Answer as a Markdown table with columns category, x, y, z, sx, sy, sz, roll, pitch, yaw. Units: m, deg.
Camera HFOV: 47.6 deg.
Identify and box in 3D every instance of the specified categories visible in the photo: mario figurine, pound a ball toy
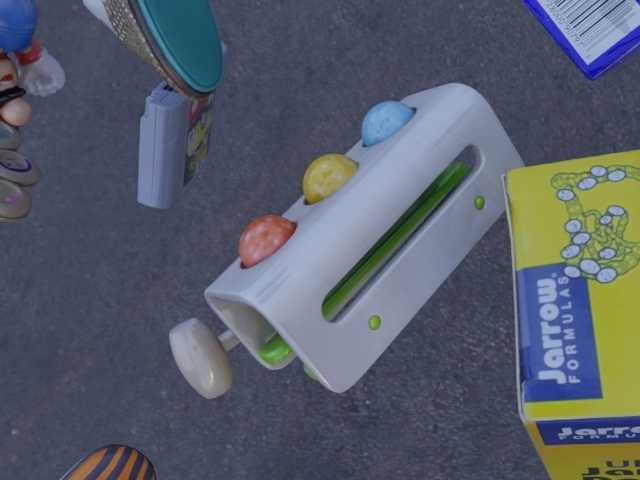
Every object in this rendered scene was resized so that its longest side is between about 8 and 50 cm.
| category | x | y | z | sx | sy | sz | roll | pitch | yaw |
| --- | --- | --- | --- | --- | --- | --- | --- | --- | --- |
| mario figurine | -0.353 | -0.224 | 0.832 | 0.170 | 0.198 | 0.320 | 51 | 121 | 33 |
| pound a ball toy | 0.000 | 0.000 | 0.653 | 0.319 | 0.136 | 0.208 | -45 | 20 | -21 |

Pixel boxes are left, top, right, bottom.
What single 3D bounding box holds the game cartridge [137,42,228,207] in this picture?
| category | x | y | z | sx | sy | sz | roll | pitch | yaw |
| --- | --- | --- | --- | --- | --- | --- | --- | --- | --- |
| game cartridge | -0.214 | -0.183 | 1.160 | 0.060 | 0.294 | 0.196 | 17 | 124 | 1 |

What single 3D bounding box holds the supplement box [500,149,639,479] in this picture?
| category | x | y | z | sx | sy | sz | roll | pitch | yaw |
| --- | --- | --- | --- | --- | --- | --- | --- | --- | --- |
| supplement box | 0.278 | 0.103 | 0.592 | 0.195 | 0.356 | 0.194 | -8 | 58 | 20 |

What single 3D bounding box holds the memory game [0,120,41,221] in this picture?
| category | x | y | z | sx | sy | sz | roll | pitch | yaw |
| --- | --- | --- | --- | --- | --- | --- | --- | --- | --- |
| memory game | -0.260 | -0.061 | 0.431 | 0.186 | 0.186 | 0.012 | 52 | 121 | 34 |

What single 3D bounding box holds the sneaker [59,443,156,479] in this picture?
| category | x | y | z | sx | sy | sz | roll | pitch | yaw |
| --- | --- | --- | --- | --- | --- | --- | --- | --- | --- |
| sneaker | -0.207 | 0.315 | 0.587 | 0.180 | 0.124 | 0.321 | -44 | 23 | 56 |

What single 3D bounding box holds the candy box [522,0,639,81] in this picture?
| category | x | y | z | sx | sy | sz | roll | pitch | yaw |
| --- | --- | --- | --- | --- | --- | --- | --- | --- | --- |
| candy box | 0.358 | -0.285 | 0.698 | 0.268 | 0.317 | 0.122 | -38 | 83 | 30 |

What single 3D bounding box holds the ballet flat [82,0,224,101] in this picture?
| category | x | y | z | sx | sy | sz | roll | pitch | yaw |
| --- | --- | --- | --- | --- | --- | --- | --- | --- | --- |
| ballet flat | -0.126 | -0.182 | 0.451 | 0.067 | 0.206 | 0.073 | -6 | 25 | 33 |
